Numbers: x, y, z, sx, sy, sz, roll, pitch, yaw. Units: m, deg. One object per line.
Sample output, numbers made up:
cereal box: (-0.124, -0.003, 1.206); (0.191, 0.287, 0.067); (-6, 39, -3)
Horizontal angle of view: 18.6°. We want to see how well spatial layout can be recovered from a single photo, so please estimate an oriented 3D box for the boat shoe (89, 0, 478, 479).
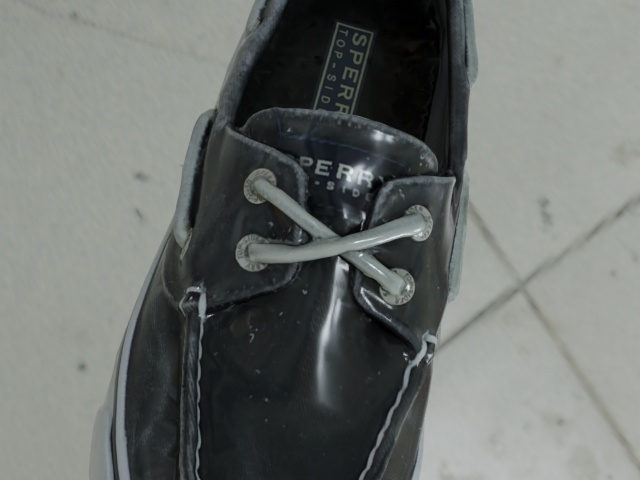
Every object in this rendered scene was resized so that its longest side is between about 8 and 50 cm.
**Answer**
boat shoe: (0.000, 0.000, 0.639); (0.108, 0.301, 0.102); (17, 144, -3)
